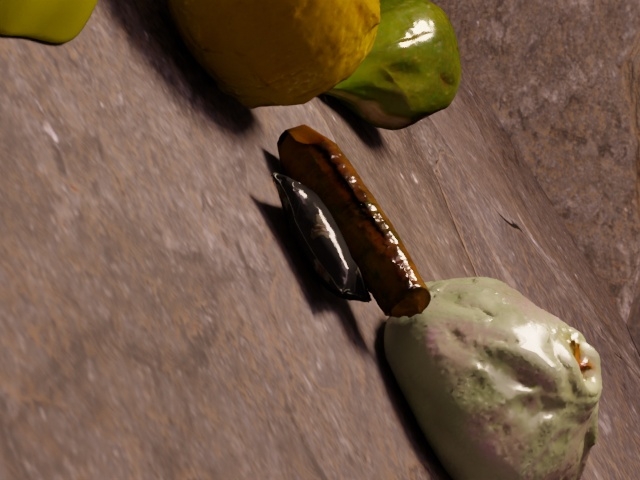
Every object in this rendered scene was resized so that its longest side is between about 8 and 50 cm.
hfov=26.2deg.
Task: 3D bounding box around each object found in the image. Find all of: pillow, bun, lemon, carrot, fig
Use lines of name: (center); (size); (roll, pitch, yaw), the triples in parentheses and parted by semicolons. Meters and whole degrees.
pillow: (-0.001, 0.000, 1.442); (0.150, 0.048, 0.090); (60, -7, 17)
bun: (0.212, 0.154, 1.528); (0.293, 0.187, 0.293); (48, 17, -20)
lemon: (-0.054, -0.273, 1.504); (0.288, 0.233, 0.233); (57, 11, -44)
carrot: (0.033, -0.022, 1.507); (0.260, 0.070, 0.070); (57, 15, 27)
fig: (0.073, -0.258, 1.981); (0.275, 0.206, 0.206); (-10, 66, -48)

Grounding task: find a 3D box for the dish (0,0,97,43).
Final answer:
dish: (-0.256, -0.281, 1.142); (0.221, 0.108, 0.262); (55, 16, -2)
